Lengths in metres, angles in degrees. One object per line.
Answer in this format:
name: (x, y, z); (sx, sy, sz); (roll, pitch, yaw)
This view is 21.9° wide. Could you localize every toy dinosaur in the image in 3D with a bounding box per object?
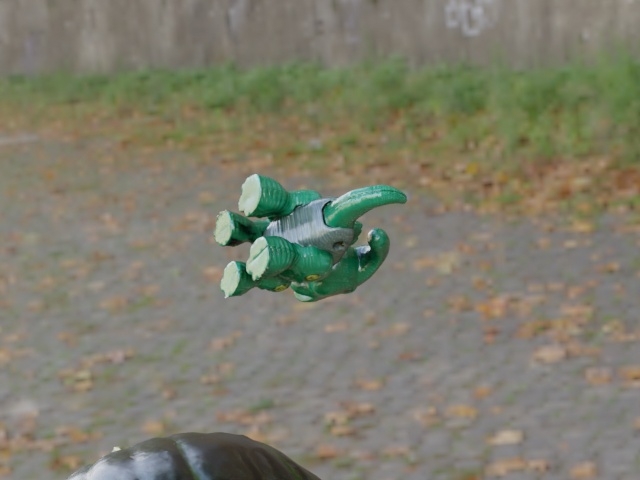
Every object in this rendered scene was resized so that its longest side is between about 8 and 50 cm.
toy dinosaur: (0.000, 0.000, 0.906); (0.096, 0.059, 0.132); (5, -26, -32)

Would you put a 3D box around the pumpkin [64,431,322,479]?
pumpkin: (-0.093, 0.220, 1.035); (0.250, 0.216, 0.250); (-15, -30, -9)
